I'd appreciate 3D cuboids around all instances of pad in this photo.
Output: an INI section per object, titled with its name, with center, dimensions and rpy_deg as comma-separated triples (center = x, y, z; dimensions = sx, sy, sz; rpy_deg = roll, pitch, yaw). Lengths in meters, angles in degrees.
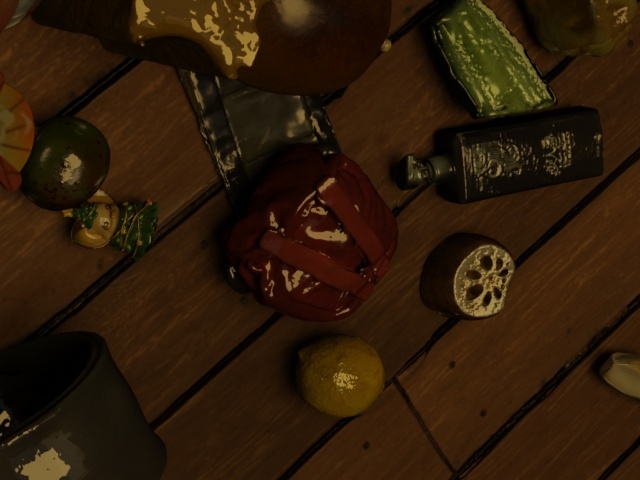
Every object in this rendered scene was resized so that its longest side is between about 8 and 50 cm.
[pad]
center = -0.075, -0.175, 1.794
dimensions = 0.174, 0.022, 0.233
rpy_deg = -30, 114, -22

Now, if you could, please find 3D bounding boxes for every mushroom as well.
[mushroom]
center = 0.491, 0.222, 2.163
dimensions = 0.209, 0.071, 0.084
rpy_deg = 32, 116, -27

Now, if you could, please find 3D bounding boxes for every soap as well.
[soap]
center = -0.159, -0.335, 1.536
dimensions = 0.156, 0.335, 0.293
rpy_deg = 15, 95, -30

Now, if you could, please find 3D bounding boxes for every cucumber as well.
[cucumber]
center = 0.210, -0.225, 1.910
dimensions = 0.115, 0.086, 0.193
rpy_deg = -41, 110, -17

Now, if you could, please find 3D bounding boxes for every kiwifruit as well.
[kiwifruit]
center = -0.025, -0.264, 1.681
dimensions = 0.234, 0.196, 0.196
rpy_deg = 3, 98, -32

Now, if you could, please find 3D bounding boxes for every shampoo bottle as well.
[shampoo bottle]
center = 0.238, -0.110, 1.954
dimensions = 0.310, 0.071, 0.098
rpy_deg = -12, 108, -25

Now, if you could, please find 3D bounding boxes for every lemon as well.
[lemon]
center = 0.027, 0.173, 1.868
dimensions = 0.133, 0.109, 0.109
rpy_deg = 23, 88, -24

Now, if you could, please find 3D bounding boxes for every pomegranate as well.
[pomegranate]
center = -0.305, -0.098, 1.629
dimensions = 0.142, 0.114, 0.114
rpy_deg = 37, 81, -20

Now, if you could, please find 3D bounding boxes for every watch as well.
[watch]
center = -0.357, 0.242, 1.584
dimensions = 0.327, 0.335, 0.314
rpy_deg = -39, 111, -38

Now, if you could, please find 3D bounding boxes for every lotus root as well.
[lotus root]
center = 0.199, 0.051, 1.963
dimensions = 0.112, 0.081, 0.122
rpy_deg = 16, 92, -23

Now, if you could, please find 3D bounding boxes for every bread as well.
[bread]
center = 0.331, -0.368, 1.922
dimensions = 0.152, 0.130, 0.267
rpy_deg = -14, 111, 12

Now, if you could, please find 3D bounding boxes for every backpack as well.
[backpack]
center = -0.001, -0.001, 1.797
dimensions = 0.229, 0.139, 0.229
rpy_deg = -11, 111, -31

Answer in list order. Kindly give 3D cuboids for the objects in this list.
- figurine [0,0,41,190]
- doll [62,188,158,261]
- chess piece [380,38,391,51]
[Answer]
[figurine]
center = -0.413, -0.189, 1.444
dimensions = 0.277, 0.248, 0.388
rpy_deg = 21, 79, -33
[doll]
center = -0.248, -0.018, 1.717
dimensions = 0.113, 0.076, 0.078
rpy_deg = 8, 69, -2
[chess piece]
center = 0.055, -0.266, 1.841
dimensions = 0.092, 0.035, 0.035
rpy_deg = 33, 83, -33
